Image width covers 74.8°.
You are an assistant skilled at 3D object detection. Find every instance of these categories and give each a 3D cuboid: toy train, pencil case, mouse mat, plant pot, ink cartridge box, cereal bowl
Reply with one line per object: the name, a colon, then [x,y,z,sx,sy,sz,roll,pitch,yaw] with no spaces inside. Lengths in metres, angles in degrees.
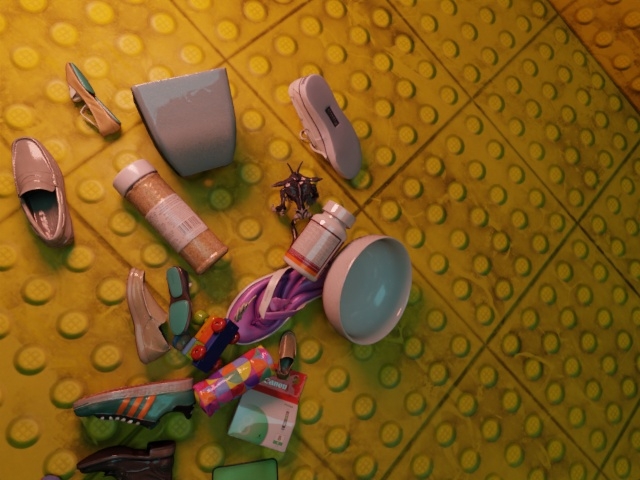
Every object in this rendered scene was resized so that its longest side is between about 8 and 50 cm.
toy train: [-0.303,0.236,1.199,0.144,0.105,0.248,20,64,32]
pencil case: [-0.234,0.393,1.178,0.237,0.104,0.104,-24,89,-28]
mouse mat: [-0.216,0.721,1.210,0.190,0.007,0.152,0,82,-15]
plant pot: [-0.368,-0.319,1.203,0.248,0.247,0.252,-20,105,-18]
ink cartridge box: [-0.151,0.484,1.241,0.181,0.056,0.224,24,78,-12]
cereal bowl: [0.129,0.140,1.294,0.339,0.141,0.338,-13,109,-42]

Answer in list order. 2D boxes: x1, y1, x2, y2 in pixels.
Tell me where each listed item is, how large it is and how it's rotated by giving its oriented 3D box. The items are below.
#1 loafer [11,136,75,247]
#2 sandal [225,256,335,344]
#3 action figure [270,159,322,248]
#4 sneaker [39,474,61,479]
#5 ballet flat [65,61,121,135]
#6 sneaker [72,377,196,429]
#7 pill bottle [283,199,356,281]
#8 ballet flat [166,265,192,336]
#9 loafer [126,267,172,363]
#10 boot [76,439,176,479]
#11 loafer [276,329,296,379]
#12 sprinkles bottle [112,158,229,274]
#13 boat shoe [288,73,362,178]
loafer: [-0.748,-0.135,1.124,0.112,0.111,0.319,-22,89,-18]
sandal: [-0.105,0.161,1.275,0.416,0.102,0.169,-33,91,-18]
action figure: [-0.071,-0.108,1.310,0.164,0.141,0.275,-10,100,-16]
sneaker: [-0.676,0.713,1.030,0.082,0.090,0.232,-4,83,-17]
ballet flat: [-0.675,-0.404,1.207,0.073,0.080,0.232,-38,92,-3]
sneaker: [-0.488,0.449,1.116,0.303,0.108,0.120,-3,79,-18]
pill bottle: [0.000,0.000,1.216,0.121,0.121,0.221,36,87,-9]
ballet flat: [-0.396,0.173,1.200,0.074,0.074,0.203,-7,73,-17]
loafer: [-0.476,0.203,1.166,0.092,0.102,0.268,-10,94,-19]
boot: [-0.493,0.661,1.092,0.263,0.091,0.228,1,81,-18]
loafer: [-0.099,0.347,1.272,0.056,0.050,0.147,10,71,-15]
sprinkles bottle: [-0.426,-0.064,1.204,0.121,0.121,0.355,-44,95,-18]
boat shoe: [0.001,-0.357,1.373,0.135,0.157,0.367,-51,126,-21]
